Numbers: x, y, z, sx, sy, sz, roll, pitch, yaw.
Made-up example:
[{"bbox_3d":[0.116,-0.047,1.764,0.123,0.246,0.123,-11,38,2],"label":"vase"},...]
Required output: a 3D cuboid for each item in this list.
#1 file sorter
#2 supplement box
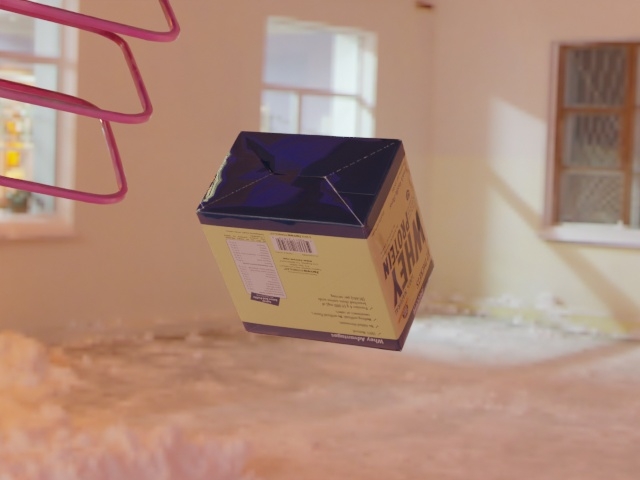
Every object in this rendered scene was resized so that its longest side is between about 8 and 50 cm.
[{"bbox_3d":[-0.198,-0.200,0.975,0.182,0.291,0.202,10,27,-24],"label":"file sorter"},{"bbox_3d":[0.000,0.000,0.609,0.083,0.083,0.056,6,48,24],"label":"supplement box"}]
